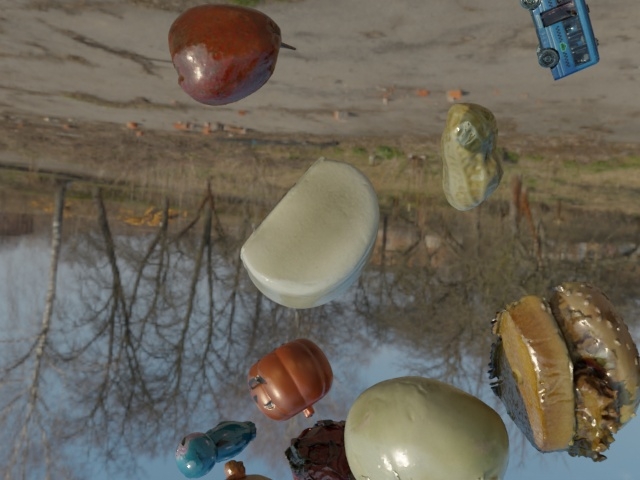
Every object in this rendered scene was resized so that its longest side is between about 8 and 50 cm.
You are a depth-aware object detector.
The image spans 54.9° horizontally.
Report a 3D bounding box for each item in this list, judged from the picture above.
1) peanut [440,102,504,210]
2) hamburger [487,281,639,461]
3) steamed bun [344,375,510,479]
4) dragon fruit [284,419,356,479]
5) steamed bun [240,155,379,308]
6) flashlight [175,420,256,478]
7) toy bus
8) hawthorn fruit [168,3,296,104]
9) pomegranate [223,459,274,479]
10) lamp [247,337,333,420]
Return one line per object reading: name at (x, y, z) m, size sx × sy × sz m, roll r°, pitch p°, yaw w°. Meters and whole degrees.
peanut at (0.368, -0.202, 1.502) m, size 0.152 × 0.313 × 0.152 m, roll -8°, pitch -137°, yaw 7°
hamburger at (0.520, 0.299, 1.266) m, size 0.268 × 0.287 × 0.445 m, roll -17°, pitch 141°, yaw -2°
steamed bun at (0.196, 0.441, 1.254) m, size 0.312 × 0.233 × 0.333 m, roll 25°, pitch 136°, yaw -3°
dragon fruit at (0.029, 0.617, 1.711) m, size 0.299 × 0.244 × 0.244 m, roll 31°, pitch 169°, yaw -26°
steamed bun at (0.000, 0.000, 0.998) m, size 0.164 × 0.241 × 0.146 m, roll 38°, pitch 166°, yaw 12°
flashlight at (-0.120, 0.245, 0.732) m, size 0.051 × 0.051 × 0.129 m, roll 5°, pitch 179°, yaw 28°
toy bus at (0.535, -0.498, 1.385) m, size 0.134 × 0.246 × 0.113 m, roll -16°, pitch -159°, yaw 23°
hawthorn fruit at (-0.177, -0.392, 1.276) m, size 0.262 × 0.210 × 0.210 m, roll -18°, pitch -175°, yaw -8°
pomegranate at (-0.176, 0.644, 1.417) m, size 0.229 × 0.270 × 0.252 m, roll -12°, pitch 161°, yaw -22°
lamp at (-0.061, 0.309, 1.337) m, size 0.188 × 0.163 × 0.187 m, roll -30°, pitch 168°, yaw -7°
